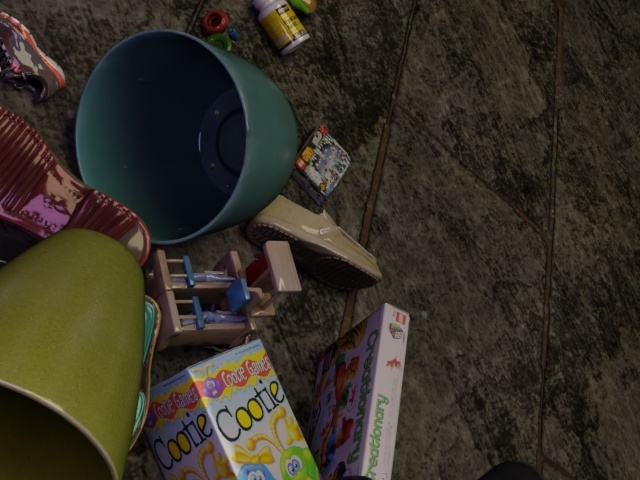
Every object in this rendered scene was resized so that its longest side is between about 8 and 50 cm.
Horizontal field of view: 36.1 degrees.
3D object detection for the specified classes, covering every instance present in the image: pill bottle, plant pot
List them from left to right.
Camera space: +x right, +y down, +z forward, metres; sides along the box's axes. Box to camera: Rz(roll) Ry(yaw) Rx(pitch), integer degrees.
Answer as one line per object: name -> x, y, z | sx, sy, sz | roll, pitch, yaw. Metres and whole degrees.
plant pot -> -0.313, 0.129, 1.121 | 0.275, 0.275, 0.293 | 41, 39, -22
plant pot -> -0.168, -0.145, 1.433 | 0.235, 0.293, 0.293 | -6, 71, -62
pill bottle -> -0.077, -0.413, 1.848 | 0.116, 0.065, 0.065 | 55, 40, -5

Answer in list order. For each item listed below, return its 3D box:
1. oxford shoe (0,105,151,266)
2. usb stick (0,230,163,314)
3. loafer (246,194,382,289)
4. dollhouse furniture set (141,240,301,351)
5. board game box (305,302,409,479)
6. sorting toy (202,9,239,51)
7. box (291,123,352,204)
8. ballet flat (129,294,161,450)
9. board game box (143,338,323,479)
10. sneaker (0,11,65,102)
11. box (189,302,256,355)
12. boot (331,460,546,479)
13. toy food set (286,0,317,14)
oxford shoe -> -0.381, -0.061, 1.299 | 0.348, 0.130, 0.123 | 41, 76, -3
usb stick -> -0.326, 0.066, 1.311 | 0.278, 0.045, 0.077 | 27, 43, -34
loafer -> 0.000, 0.000, 1.649 | 0.269, 0.102, 0.092 | 30, 54, -31
dollhouse furniture set -> -0.140, 0.051, 1.321 | 0.129, 0.184, 0.129 | 1, 60, -36
board game box -> 0.047, 0.264, 1.463 | 0.053, 0.193, 0.305 | 27, 48, -19
sorting toy -> -0.174, -0.358, 1.731 | 0.042, 0.061, 0.102 | 51, 32, -71
box -> -0.001, -0.140, 1.791 | 0.094, 0.027, 0.137 | 46, 42, -15
ballet flat -> -0.255, 0.186, 1.280 | 0.080, 0.073, 0.232 | 17, 77, -8
board game box -> -0.113, 0.297, 1.316 | 0.142, 0.144, 0.275 | -17, 79, -49
sneaker -> -0.434, -0.260, 1.386 | 0.158, 0.061, 0.065 | 43, 49, -19
box -> -0.148, 0.132, 1.443 | 0.083, 0.062, 0.052 | 32, 47, -28
boot -> 0.122, 0.388, 1.286 | 0.367, 0.146, 0.445 | -53, 137, -9
toy food set -> -0.056, -0.508, 1.948 | 0.132, 0.038, 0.192 | 39, 44, -23
